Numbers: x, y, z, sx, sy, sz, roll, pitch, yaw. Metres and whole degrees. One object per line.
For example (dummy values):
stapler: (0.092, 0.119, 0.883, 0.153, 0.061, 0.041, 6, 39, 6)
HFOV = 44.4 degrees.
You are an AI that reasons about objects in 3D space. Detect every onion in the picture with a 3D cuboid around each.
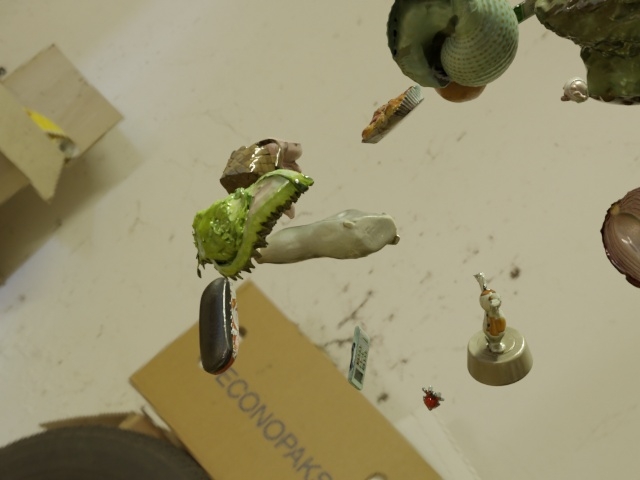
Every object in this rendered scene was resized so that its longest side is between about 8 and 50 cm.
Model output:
onion: (0.762, 0.018, 1.747, 0.227, 0.120, 0.284, 114, -41, -58)

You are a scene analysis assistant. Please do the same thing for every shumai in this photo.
shumai: (0.701, -0.469, 1.739, 0.324, 0.397, 0.323, -83, 153, -61)

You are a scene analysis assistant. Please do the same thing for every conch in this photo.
conch: (0.321, -0.525, 1.888, 0.303, 0.215, 0.319, 0, -48, 23)

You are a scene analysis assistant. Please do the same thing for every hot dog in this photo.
hot dog: (0.147, -0.260, 1.620, 0.059, 0.108, 0.191, 47, -29, -5)

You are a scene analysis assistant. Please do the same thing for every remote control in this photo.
remote control: (0.100, 0.312, 2.082, 0.029, 0.166, 0.065, -10, -39, 30)

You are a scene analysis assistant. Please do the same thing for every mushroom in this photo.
mushroom: (0.001, -0.001, 1.625, 0.351, 0.109, 0.097, -12, -78, 39)

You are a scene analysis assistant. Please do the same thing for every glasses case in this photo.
glasses case: (-0.254, 0.209, 1.951, 0.067, 0.103, 0.267, 33, 36, -38)

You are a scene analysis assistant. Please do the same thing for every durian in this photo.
durian: (-0.143, -0.011, 1.291, 0.132, 0.106, 0.375, 49, -44, -8)

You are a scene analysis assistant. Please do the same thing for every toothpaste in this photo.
toothpaste: (0.603, -0.686, 2.345, 0.078, 0.248, 0.047, 41, 33, -39)

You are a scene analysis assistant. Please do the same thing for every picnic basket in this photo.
picnic basket: (-0.143, -0.158, 1.759, 0.138, 0.128, 0.178, 56, 27, -38)

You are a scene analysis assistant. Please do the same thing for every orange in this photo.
orange: (0.383, -0.445, 2.144, 0.156, 0.156, 0.134, 39, -12, 41)

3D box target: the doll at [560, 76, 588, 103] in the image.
doll: (0.712, -0.416, 2.203, 0.073, 0.084, 0.127, 49, 27, -12)

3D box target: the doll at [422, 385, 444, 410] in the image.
doll: (0.290, 0.414, 2.047, 0.057, 0.039, 0.114, 2, -35, 2)

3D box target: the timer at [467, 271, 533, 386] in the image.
timer: (0.452, 0.227, 2.044, 0.175, 0.175, 0.266, 36, -31, 52)

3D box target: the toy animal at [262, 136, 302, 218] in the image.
toy animal: (-0.115, -0.159, 2.024, 0.124, 0.213, 0.124, 11, 2, 0)
